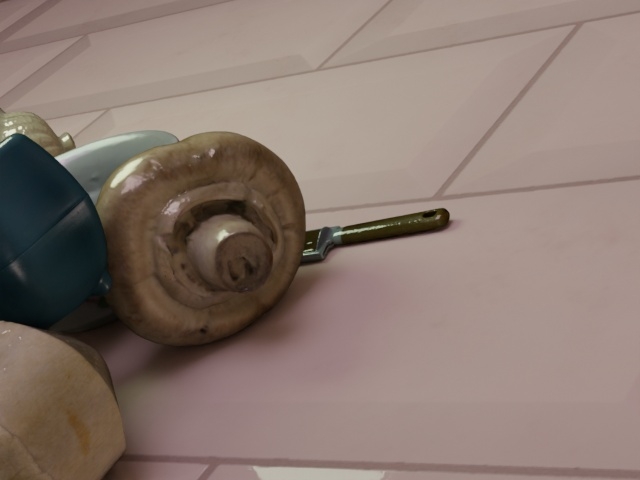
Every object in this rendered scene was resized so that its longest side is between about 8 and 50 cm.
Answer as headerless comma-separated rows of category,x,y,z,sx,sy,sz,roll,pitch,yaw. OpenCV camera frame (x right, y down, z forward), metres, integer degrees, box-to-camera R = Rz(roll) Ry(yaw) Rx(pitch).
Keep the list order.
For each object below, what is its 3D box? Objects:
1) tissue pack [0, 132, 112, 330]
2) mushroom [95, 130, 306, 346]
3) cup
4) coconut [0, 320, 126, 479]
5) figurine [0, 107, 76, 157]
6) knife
tissue pack,-0.374,0.034,1.572,0.287,0.206,0.198,-30,12,35
mushroom,-0.131,-0.001,1.632,0.234,0.254,0.260,6,79,66
cup,-0.310,0.009,1.867,0.347,0.163,0.347,-21,23,9
coconut,-0.296,0.181,1.443,0.202,0.202,0.222,-7,34,36
figurine,-0.544,-0.066,2.303,0.332,0.204,0.185,-55,26,1
knife,0.000,0.001,1.758,0.343,0.027,0.061,-9,32,32
